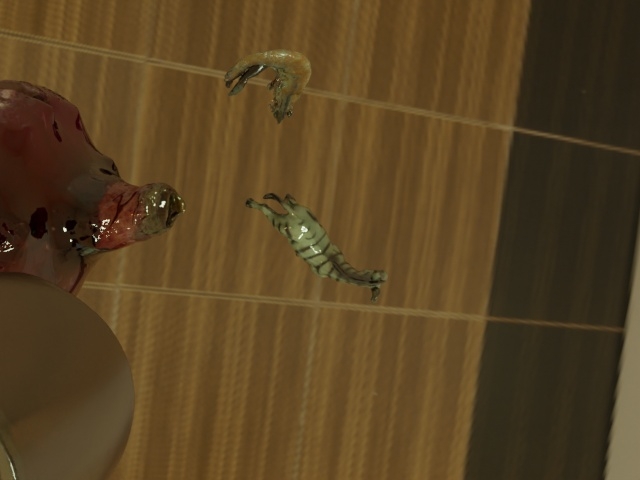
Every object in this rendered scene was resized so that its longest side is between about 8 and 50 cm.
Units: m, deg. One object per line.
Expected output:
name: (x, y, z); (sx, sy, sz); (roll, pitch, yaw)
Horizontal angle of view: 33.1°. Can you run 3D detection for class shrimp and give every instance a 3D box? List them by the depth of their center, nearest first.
shrimp: (-0.097, -0.272, 1.935); (0.152, 0.219, 0.046); (-5, 66, -10)

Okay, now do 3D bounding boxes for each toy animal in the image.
toy animal: (-0.003, 0.005, 1.631); (0.073, 0.176, 0.217); (-50, 117, -8)

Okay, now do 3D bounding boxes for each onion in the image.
onion: (-0.397, -0.038, 1.582); (0.420, 0.398, 0.399); (4, 94, 5)

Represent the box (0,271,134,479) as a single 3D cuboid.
box: (-0.322, 0.178, 0.985); (0.216, 0.300, 0.301); (-33, 114, -61)
